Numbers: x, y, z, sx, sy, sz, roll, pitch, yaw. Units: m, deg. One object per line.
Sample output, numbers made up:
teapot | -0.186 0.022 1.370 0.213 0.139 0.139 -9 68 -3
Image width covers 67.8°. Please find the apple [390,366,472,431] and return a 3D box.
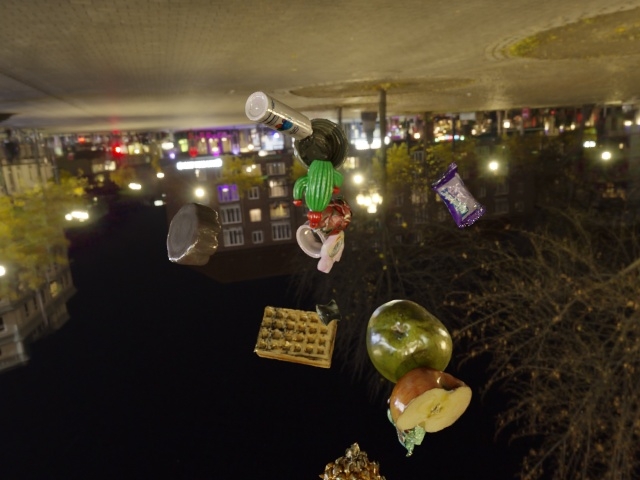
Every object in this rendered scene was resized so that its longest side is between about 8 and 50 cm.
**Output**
apple | 0.374 0.552 1.720 0.293 0.251 0.163 17 -156 -33

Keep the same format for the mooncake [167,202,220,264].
mooncake | -0.602 -0.025 2.280 0.154 0.306 0.306 19 174 -42

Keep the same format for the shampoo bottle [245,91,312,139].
shampoo bottle | -0.118 -0.397 1.572 0.092 0.092 0.303 4 177 31

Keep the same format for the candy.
candy | 0.584 -0.185 2.022 0.145 0.275 0.070 -38 -165 0

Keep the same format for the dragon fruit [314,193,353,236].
dragon fruit | 0.057 -0.112 2.239 0.189 0.182 0.182 -21 -173 16

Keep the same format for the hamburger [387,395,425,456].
hamburger | 0.390 0.753 2.044 0.151 0.276 0.260 -8 -141 -9

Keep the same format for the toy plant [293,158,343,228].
toy plant | -0.020 -0.175 1.711 0.155 0.240 0.088 29 -170 -20

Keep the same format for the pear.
pear | 0.348 0.415 1.923 0.352 0.352 0.413 0 153 18

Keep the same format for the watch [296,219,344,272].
watch | 0.000 0.000 2.421 0.217 0.248 0.211 30 -132 20

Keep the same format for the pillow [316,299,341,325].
pillow | 0.035 0.296 1.956 0.091 0.055 0.136 43 -156 21

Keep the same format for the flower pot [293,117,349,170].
flower pot | -0.010 -0.379 1.985 0.236 0.235 0.140 -7 177 -17

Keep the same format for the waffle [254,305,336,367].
waffle | -0.115 0.466 2.350 0.376 0.261 0.114 7 151 9

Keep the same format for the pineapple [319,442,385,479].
pineapple | 0.150 0.863 1.780 0.250 0.164 0.140 21 180 -16
